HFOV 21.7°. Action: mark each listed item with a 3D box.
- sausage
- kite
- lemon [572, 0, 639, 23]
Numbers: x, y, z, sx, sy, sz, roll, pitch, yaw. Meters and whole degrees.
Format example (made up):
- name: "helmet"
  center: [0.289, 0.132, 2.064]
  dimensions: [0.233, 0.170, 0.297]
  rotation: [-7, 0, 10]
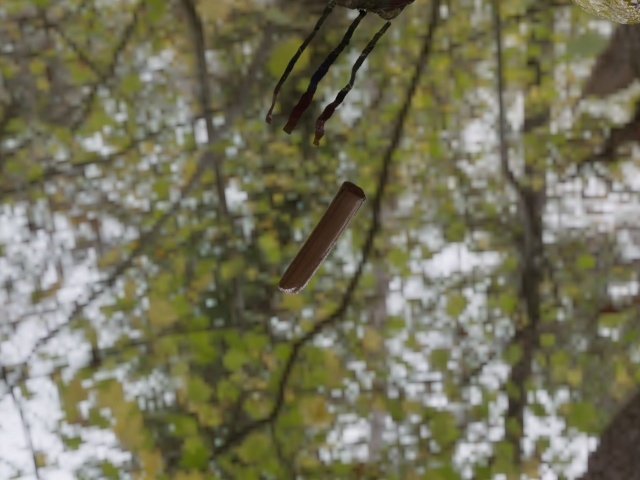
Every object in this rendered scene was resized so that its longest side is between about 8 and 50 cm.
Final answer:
- name: "sausage"
  center: [0.000, 0.000, 1.486]
  dimensions: [0.026, 0.116, 0.026]
  rotation: [32, -165, -10]
- name: "kite"
  center: [0.058, -0.276, 1.920]
  dimensions: [0.204, 0.022, 0.360]
  rotation: [27, -95, 48]
- name: "lemon"
  center: [0.450, -0.465, 2.404]
  dimensions: [0.285, 0.285, 0.316]
  rotation: [-11, -142, -11]
